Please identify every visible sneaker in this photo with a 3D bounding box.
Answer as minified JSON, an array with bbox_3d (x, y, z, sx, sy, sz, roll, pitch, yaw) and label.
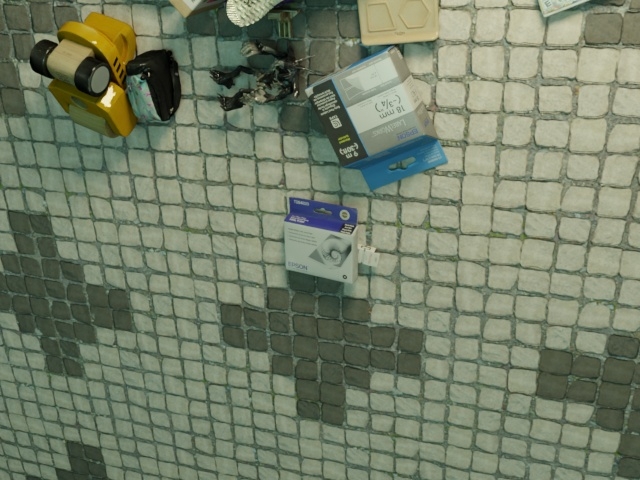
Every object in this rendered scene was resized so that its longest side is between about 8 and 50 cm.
[{"bbox_3d":[-0.104,-0.624,1.695,0.293,0.146,0.102,-24,121,-4],"label":"sneaker"}]

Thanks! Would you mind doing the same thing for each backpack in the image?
[{"bbox_3d":[-0.459,-0.417,1.916,0.115,0.152,0.182,11,127,26],"label":"backpack"}]

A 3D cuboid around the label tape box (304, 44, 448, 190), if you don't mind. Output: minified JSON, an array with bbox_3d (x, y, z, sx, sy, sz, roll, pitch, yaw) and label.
[{"bbox_3d":[0.147,-0.291,1.779,0.240,0.106,0.334,-19,108,27],"label":"label tape box"}]

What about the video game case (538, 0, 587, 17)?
[{"bbox_3d":[0.564,-0.624,1.514,0.226,0.026,0.206,-16,109,26],"label":"video game case"}]

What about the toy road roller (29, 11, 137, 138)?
[{"bbox_3d":[-0.605,-0.465,1.922,0.202,0.241,0.329,24,158,14],"label":"toy road roller"}]

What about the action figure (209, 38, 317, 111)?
[{"bbox_3d":[-0.153,-0.419,1.794,0.275,0.141,0.164,-13,85,28],"label":"action figure"}]

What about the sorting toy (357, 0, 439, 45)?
[{"bbox_3d":[0.183,-0.577,1.667,0.192,0.038,0.208,0,111,19],"label":"sorting toy"}]

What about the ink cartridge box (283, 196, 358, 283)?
[{"bbox_3d":[0.000,0.000,1.994,0.223,0.045,0.224,11,118,24],"label":"ink cartridge box"}]

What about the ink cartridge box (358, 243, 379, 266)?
[{"bbox_3d":[0.129,0.041,1.997,0.083,0.028,0.048,16,120,12],"label":"ink cartridge box"}]

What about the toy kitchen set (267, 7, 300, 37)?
[{"bbox_3d":[-0.083,-0.539,1.746,0.068,0.083,0.075,6,118,17],"label":"toy kitchen set"}]

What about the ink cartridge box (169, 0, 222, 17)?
[{"bbox_3d":[-0.243,-0.654,1.680,0.234,0.193,0.088,-36,100,31],"label":"ink cartridge box"}]
